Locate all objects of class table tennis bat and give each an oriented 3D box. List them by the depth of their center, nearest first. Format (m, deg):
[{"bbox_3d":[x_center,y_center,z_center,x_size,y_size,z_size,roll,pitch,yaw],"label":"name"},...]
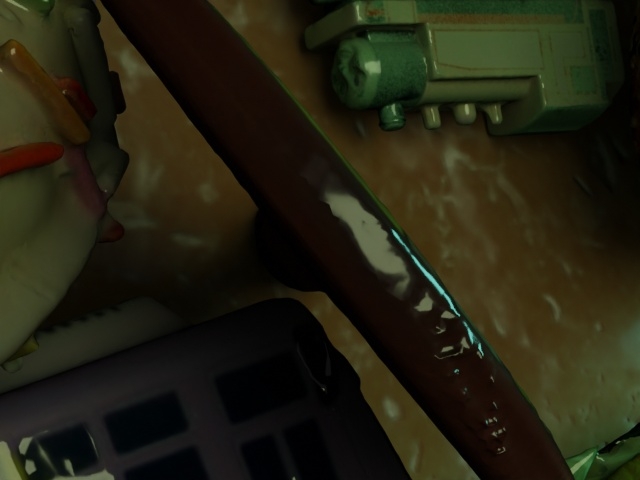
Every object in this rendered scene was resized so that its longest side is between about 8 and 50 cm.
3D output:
[{"bbox_3d":[0.000,0.000,0.728,0.051,0.414,0.268,-39,92,-2],"label":"table tennis bat"}]

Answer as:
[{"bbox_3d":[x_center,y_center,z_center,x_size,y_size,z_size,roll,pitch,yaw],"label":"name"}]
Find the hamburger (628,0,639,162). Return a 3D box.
[{"bbox_3d":[0.265,-0.134,0.965,0.176,0.300,0.300,15,67,6],"label":"hamburger"}]

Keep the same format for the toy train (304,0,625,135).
[{"bbox_3d":[0.080,-0.120,0.982,0.194,0.081,0.125,-5,82,-29],"label":"toy train"}]

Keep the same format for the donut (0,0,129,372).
[{"bbox_3d":[-0.259,-0.062,0.662,0.382,0.142,0.383,5,42,-4],"label":"donut"}]

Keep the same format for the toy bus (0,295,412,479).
[{"bbox_3d":[-0.162,0.186,0.697,0.440,0.209,0.249,-19,83,-28],"label":"toy bus"}]

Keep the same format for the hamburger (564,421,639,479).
[{"bbox_3d":[0.182,0.188,0.905,0.235,0.125,0.214,42,83,-5],"label":"hamburger"}]
